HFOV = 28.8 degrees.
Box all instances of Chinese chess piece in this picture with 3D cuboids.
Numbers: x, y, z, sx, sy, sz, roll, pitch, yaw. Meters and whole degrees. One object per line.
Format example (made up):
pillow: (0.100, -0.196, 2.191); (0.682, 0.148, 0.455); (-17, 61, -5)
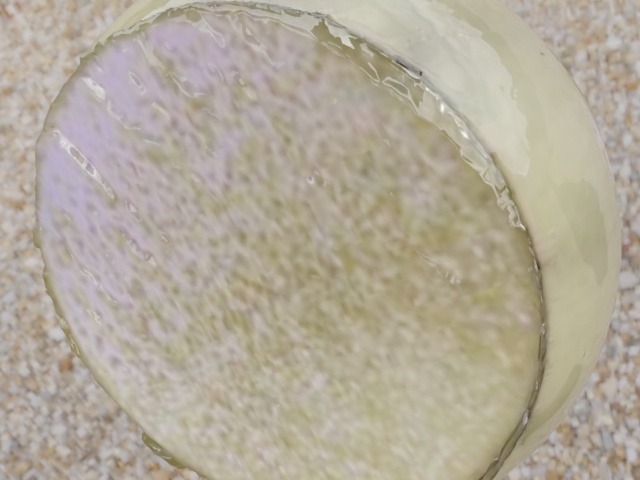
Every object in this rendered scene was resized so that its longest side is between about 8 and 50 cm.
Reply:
Chinese chess piece: (0.000, 0.000, 0.571); (0.270, 0.270, 0.112); (6, 27, 25)
